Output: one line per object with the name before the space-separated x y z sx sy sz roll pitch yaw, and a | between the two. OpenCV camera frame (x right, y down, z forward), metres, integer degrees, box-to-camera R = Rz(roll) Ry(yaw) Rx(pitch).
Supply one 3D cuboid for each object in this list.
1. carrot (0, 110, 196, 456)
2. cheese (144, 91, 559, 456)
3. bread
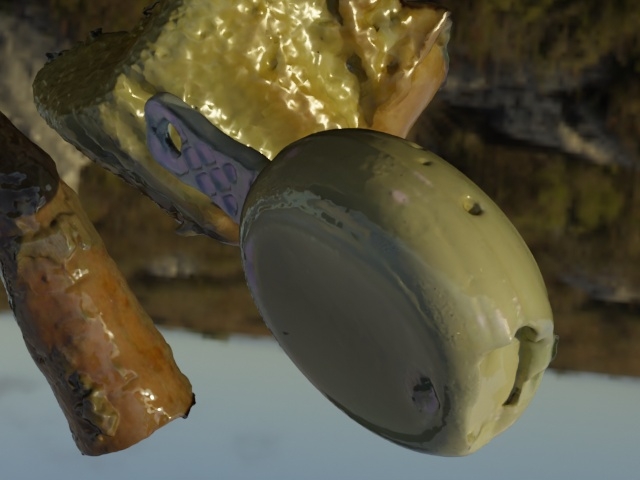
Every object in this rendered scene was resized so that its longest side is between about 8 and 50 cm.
carrot | -0.182 0.023 1.061 0.102 0.263 0.102 -22 -166 6
cheese | 0.000 0.000 0.651 0.064 0.137 0.227 -30 -128 -33
bread | -0.054 -0.066 0.830 0.174 0.133 0.251 40 136 -26
